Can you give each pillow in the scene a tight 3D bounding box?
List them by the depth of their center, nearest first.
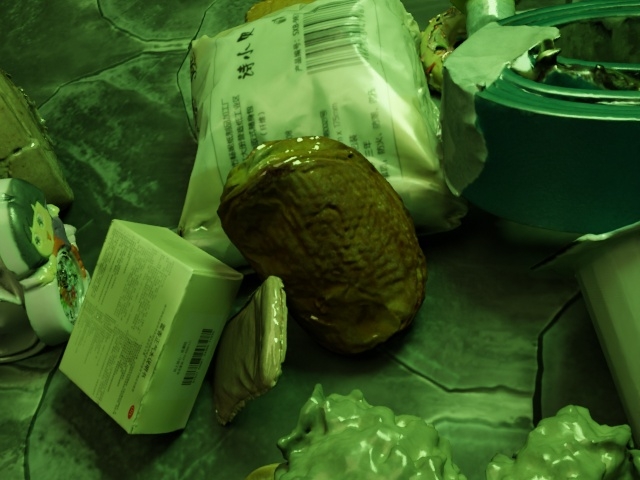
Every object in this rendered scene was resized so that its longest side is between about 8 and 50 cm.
[{"bbox_3d":[-0.085,0.130,0.879,0.034,0.211,0.135,13,62,-21],"label":"pillow"}]

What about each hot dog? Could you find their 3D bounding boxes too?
[{"bbox_3d":[0.000,0.000,0.877,0.196,0.272,0.122,-32,21,20],"label":"hot dog"}]

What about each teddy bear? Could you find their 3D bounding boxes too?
[{"bbox_3d":[0.117,0.269,0.625,0.367,0.224,0.357,38,74,25],"label":"teddy bear"}]

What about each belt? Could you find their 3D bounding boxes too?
[{"bbox_3d":[0.350,-0.147,0.845,0.436,0.173,0.300,0,37,1],"label":"belt"}]

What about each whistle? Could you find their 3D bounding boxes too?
[{"bbox_3d":[0.232,-0.321,1.042,0.122,0.123,0.223,-6,78,18],"label":"whistle"}]

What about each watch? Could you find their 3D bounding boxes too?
[{"bbox_3d":[-0.455,0.046,1.039,0.231,0.244,0.196,-11,53,6],"label":"watch"}]

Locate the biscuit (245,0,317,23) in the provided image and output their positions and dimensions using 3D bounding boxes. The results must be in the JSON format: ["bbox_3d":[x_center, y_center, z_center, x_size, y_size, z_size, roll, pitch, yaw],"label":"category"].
[{"bbox_3d":[-0.020,-0.363,1.302,0.236,0.013,0.232,-14,53,13],"label":"biscuit"}]

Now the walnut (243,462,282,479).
[{"bbox_3d":[-0.036,0.282,0.794,0.124,0.105,0.105,-5,55,19],"label":"walnut"}]

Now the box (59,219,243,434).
[{"bbox_3d":[-0.210,0.103,0.937,0.168,0.095,0.212,29,100,38],"label":"box"}]

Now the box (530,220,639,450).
[{"bbox_3d":[0.362,0.090,0.710,0.262,0.291,0.206,-17,73,26],"label":"box"}]

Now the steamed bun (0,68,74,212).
[{"bbox_3d":[-0.520,-0.119,1.140,0.251,0.301,0.199,-34,30,-13],"label":"steamed bun"}]

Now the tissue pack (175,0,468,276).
[{"bbox_3d":[-0.015,-0.151,1.032,0.390,0.195,0.376,-10,64,14],"label":"tissue pack"}]

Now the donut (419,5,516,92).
[{"bbox_3d":[0.221,-0.285,1.114,0.174,0.068,0.175,-10,54,14],"label":"donut"}]
